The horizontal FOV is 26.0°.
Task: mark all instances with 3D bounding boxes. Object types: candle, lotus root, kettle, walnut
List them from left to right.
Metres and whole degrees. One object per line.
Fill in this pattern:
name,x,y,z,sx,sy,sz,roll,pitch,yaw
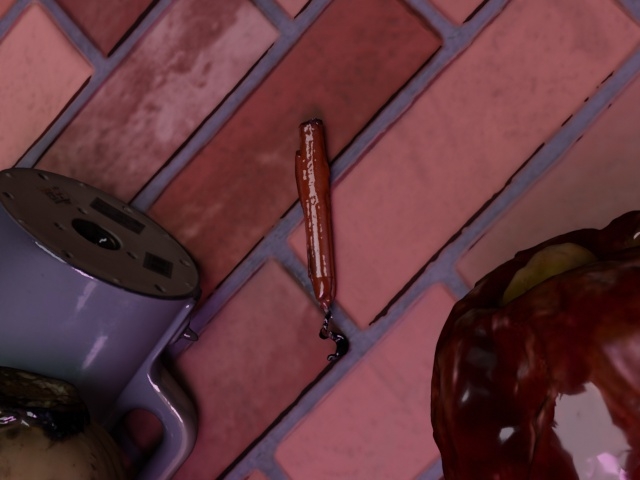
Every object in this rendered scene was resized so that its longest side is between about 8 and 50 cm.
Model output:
lotus root,-0.209,0.240,0.873,0.173,0.173,0.309,19,96,26
kettle,-0.187,0.104,0.989,0.210,0.160,0.243,29,106,-4
candle,0.000,0.000,0.962,0.026,0.021,0.167,-11,82,34
walnut,0.194,0.118,0.766,0.244,0.222,0.269,-19,92,5
